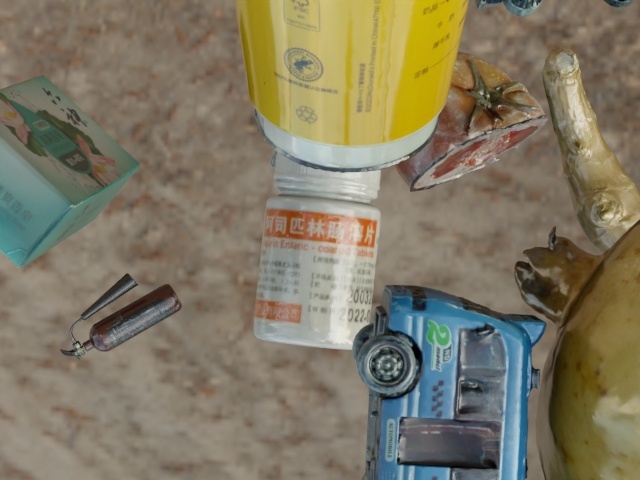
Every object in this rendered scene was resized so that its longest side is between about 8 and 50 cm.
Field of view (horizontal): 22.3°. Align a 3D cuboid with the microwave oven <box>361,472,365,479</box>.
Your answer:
[{"bbox_3d":[0.079,0.369,1.755,0.129,0.205,0.163,8,145,32],"label":"microwave oven"}]

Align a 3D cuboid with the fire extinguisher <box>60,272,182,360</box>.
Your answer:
[{"bbox_3d":[-0.161,0.059,1.269,0.100,0.032,0.046,-29,135,-9],"label":"fire extinguisher"}]

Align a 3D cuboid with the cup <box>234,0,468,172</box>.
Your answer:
[{"bbox_3d":[0.021,-0.189,1.032,0.196,0.196,0.280,2,135,2],"label":"cup"}]

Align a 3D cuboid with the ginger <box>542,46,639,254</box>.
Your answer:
[{"bbox_3d":[0.323,-0.093,1.929,0.086,0.131,0.294,-20,110,14],"label":"ginger"}]

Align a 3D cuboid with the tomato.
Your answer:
[{"bbox_3d":[0.178,-0.174,2.184,0.214,0.155,0.181,-19,162,-43],"label":"tomato"}]

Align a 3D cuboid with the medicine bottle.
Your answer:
[{"bbox_3d":[0.000,0.000,1.925,0.144,0.252,0.144,7,177,0],"label":"medicine bottle"}]

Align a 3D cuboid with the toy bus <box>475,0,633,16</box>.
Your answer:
[{"bbox_3d":[0.217,-0.252,1.329,0.184,0.106,0.090,-6,159,-12],"label":"toy bus"}]

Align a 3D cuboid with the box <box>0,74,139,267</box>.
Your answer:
[{"bbox_3d":[-0.300,-0.078,1.685,0.153,0.245,0.092,42,106,-2],"label":"box"}]

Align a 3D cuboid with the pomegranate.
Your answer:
[{"bbox_3d":[0.299,0.100,1.223,0.342,0.342,0.342,3,149,2],"label":"pomegranate"}]

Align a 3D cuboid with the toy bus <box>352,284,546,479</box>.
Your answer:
[{"bbox_3d":[0.087,0.158,1.183,0.134,0.246,0.113,4,-178,-1],"label":"toy bus"}]
